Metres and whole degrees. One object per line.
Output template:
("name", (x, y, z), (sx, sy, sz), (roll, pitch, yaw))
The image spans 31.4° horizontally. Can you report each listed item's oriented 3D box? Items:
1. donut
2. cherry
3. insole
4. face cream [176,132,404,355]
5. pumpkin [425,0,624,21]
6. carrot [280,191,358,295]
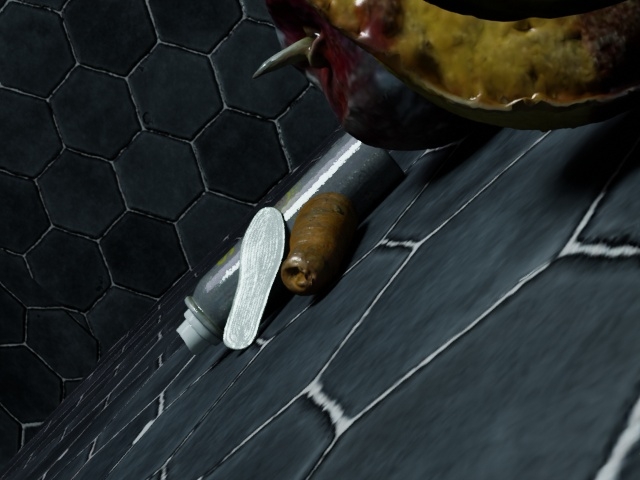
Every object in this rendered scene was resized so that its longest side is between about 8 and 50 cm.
("donut", (0.142, -0.128, 0.580), (0.295, 0.151, 0.112), (-17, -15, 12))
("cherry", (0.072, -0.208, 0.978), (0.296, 0.255, 0.218), (-31, -9, -22))
("insole", (-0.064, 0.035, 1.102), (0.053, 0.002, 0.152), (2, 66, 30))
("face cream", (-0.037, 0.006, 1.153), (0.283, 0.073, 0.073), (-46, 6, 1))
("pumpkin", (0.147, -0.192, 0.427), (0.325, 0.242, 0.232), (-15, 15, 3))
("carrot", (0.000, 0.000, 1.027), (0.060, 0.060, 0.186), (-43, 8, 18))
